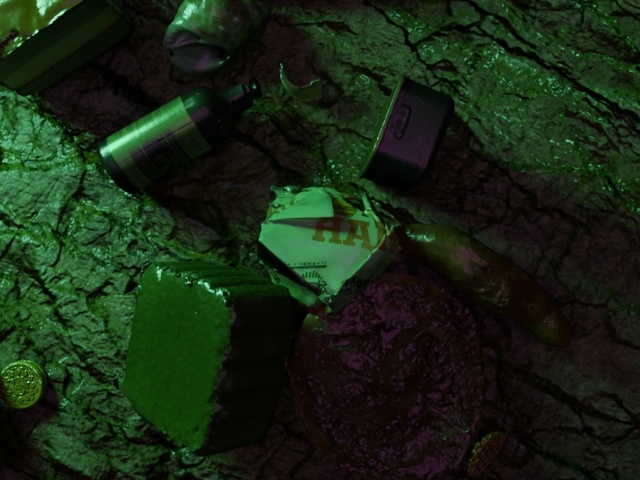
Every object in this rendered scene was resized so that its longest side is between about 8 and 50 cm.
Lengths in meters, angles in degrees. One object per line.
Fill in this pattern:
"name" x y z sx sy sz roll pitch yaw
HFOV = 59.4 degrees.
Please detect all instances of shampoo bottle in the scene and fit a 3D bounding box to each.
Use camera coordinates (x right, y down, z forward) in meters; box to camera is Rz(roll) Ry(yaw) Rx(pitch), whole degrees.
"shampoo bottle" -0.223 -0.186 0.933 0.284 0.101 0.101 -29 88 2

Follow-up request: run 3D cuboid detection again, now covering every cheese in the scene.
"cheese" -0.035 -0.260 0.946 0.084 0.060 0.041 27 85 -2

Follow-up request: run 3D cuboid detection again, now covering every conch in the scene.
"conch" -0.181 -0.356 0.936 0.116 0.106 0.173 41 110 -16

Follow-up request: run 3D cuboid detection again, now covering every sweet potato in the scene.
"sweet potato" 0.261 0.054 0.904 0.355 0.095 0.106 30 131 6

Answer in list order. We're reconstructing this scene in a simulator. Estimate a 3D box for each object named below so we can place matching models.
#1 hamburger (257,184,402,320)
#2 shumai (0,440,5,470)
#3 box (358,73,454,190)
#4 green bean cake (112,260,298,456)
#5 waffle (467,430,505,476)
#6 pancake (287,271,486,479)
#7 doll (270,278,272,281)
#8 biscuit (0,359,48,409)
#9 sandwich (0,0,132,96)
"hamburger" -0.003 -0.003 0.893 0.235 0.125 0.214 29 55 22
"shumai" -0.598 0.295 0.935 0.184 0.218 0.185 1 46 27
"box" 0.129 -0.155 0.866 0.090 0.201 0.144 22 89 -1
"green bean cake" -0.173 0.167 0.858 0.247 0.156 0.249 13 95 40
"waffle" 0.270 0.351 0.921 0.078 0.016 0.085 13 102 -40
"pancake" 0.112 0.225 0.928 0.356 0.065 0.356 0 92 -1
"doll" -0.078 0.120 0.938 0.096 0.070 0.195 30 83 18
"biscuit" -0.520 0.252 0.980 0.084 0.023 0.084 0 91 3
"sandwich" -0.471 -0.391 0.924 0.227 0.155 0.198 -33 86 2
